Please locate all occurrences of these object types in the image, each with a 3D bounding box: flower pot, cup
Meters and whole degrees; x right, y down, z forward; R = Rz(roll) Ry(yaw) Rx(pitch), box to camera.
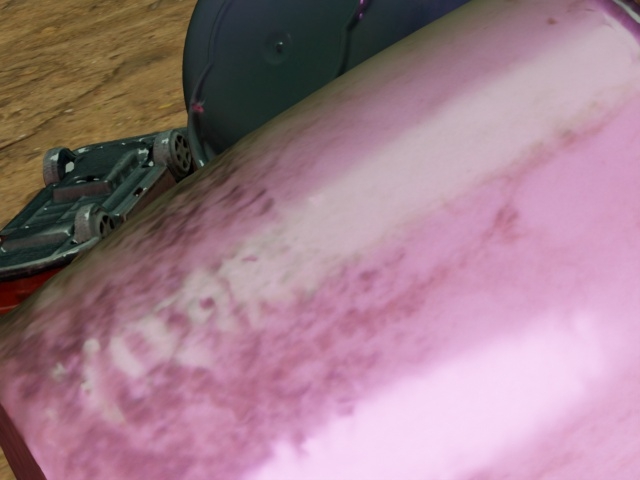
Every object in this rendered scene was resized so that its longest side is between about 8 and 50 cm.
[{"bbox_3d":[0.029,0.069,0.912,0.330,0.293,0.293,-28,22,-16],"label":"flower pot"},{"bbox_3d":[0.053,-0.139,1.341,0.219,0.290,0.257,23,7,34],"label":"cup"}]

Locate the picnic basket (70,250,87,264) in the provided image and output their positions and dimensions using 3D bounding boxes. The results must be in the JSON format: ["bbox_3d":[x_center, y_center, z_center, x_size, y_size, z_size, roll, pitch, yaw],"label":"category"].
[{"bbox_3d":[0.001,0.052,1.137,0.266,0.165,0.139,-24,23,-20],"label":"picnic basket"}]

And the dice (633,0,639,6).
[{"bbox_3d":[0.312,-0.164,1.232,0.252,0.254,0.250,-21,48,8],"label":"dice"}]

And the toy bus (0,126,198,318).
[{"bbox_3d":[-0.165,0.008,1.449,0.121,0.120,0.265,-9,20,18],"label":"toy bus"}]
